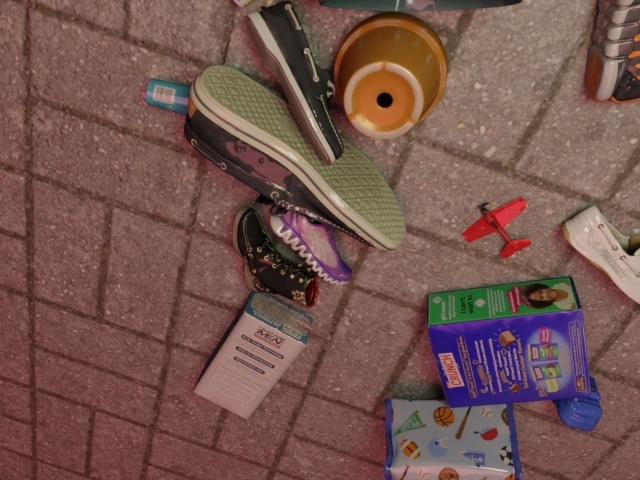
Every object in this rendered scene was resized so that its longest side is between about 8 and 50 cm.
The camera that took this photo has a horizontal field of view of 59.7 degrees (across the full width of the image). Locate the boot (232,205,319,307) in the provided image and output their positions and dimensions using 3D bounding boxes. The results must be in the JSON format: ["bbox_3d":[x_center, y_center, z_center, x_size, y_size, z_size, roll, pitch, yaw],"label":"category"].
[{"bbox_3d":[-0.094,0.041,1.233,0.179,0.085,0.236,18,135,28],"label":"boot"}]

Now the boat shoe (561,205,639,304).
[{"bbox_3d":[0.611,0.035,1.105,0.277,0.098,0.096,36,123,-10],"label":"boat shoe"}]

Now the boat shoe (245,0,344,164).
[{"bbox_3d":[-0.024,-0.281,0.983,0.091,0.114,0.302,-29,95,-9],"label":"boat shoe"}]

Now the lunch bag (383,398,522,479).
[{"bbox_3d":[0.337,0.594,1.453,0.328,0.239,0.385,0,138,11],"label":"lunch bag"}]

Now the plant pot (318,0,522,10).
[{"bbox_3d":[0.143,-0.458,0.784,0.293,0.293,0.235,3,109,10],"label":"plant pot"}]

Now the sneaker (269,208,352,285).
[{"bbox_3d":[0.000,0.000,1.223,0.104,0.095,0.236,-41,111,11],"label":"sneaker"}]

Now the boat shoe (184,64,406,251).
[{"bbox_3d":[-0.046,-0.134,1.088,0.500,0.186,0.156,33,133,-13],"label":"boat shoe"}]

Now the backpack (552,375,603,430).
[{"bbox_3d":[0.605,0.377,1.313,0.098,0.120,0.101,13,124,5],"label":"backpack"}]

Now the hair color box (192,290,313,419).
[{"bbox_3d":[-0.178,0.298,1.437,0.174,0.105,0.347,30,124,-8],"label":"hair color box"}]

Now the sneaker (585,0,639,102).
[{"bbox_3d":[0.536,-0.370,0.860,0.180,0.124,0.321,-1,133,8],"label":"sneaker"}]

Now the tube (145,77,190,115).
[{"bbox_3d":[-0.242,-0.273,1.120,0.207,0.052,0.080,14,130,-6],"label":"tube"}]

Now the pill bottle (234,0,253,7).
[{"bbox_3d":[-0.118,-0.450,0.979,0.083,0.043,0.043,-27,113,25],"label":"pill bottle"}]

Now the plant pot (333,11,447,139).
[{"bbox_3d":[0.115,-0.267,0.960,0.205,0.188,0.205,6,124,8],"label":"plant pot"}]

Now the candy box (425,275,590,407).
[{"bbox_3d":[0.421,0.237,1.262,0.317,0.122,0.268,-10,121,17],"label":"candy box"}]

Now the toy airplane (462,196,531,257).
[{"bbox_3d":[0.375,-0.020,1.161,0.151,0.028,0.151,6,125,10],"label":"toy airplane"}]
